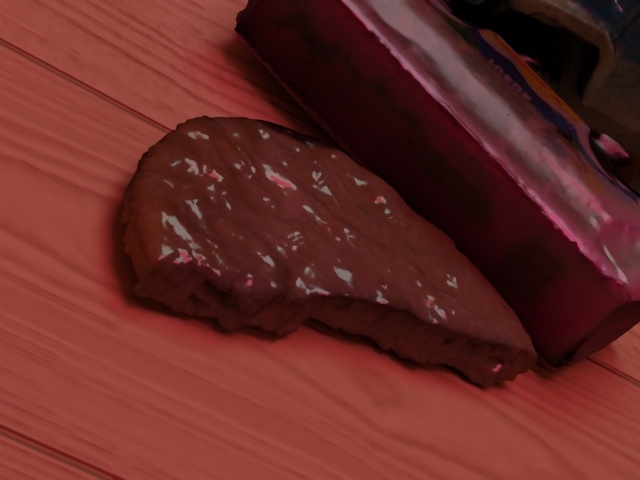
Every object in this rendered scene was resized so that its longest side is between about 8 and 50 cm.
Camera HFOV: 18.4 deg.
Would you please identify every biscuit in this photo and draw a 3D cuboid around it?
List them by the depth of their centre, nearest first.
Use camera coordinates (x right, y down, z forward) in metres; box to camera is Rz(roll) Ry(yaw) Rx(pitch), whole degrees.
[{"bbox_3d":[-0.004,-0.003,0.956,0.250,0.032,0.133,14,40,-40],"label":"biscuit"}]

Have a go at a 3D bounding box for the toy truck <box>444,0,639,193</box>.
[{"bbox_3d":[0.192,-0.125,1.238,0.279,0.156,0.155,28,32,-28],"label":"toy truck"}]

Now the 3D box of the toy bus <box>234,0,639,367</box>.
[{"bbox_3d":[0.079,-0.053,1.069,0.274,0.090,0.112,46,32,5],"label":"toy bus"}]
